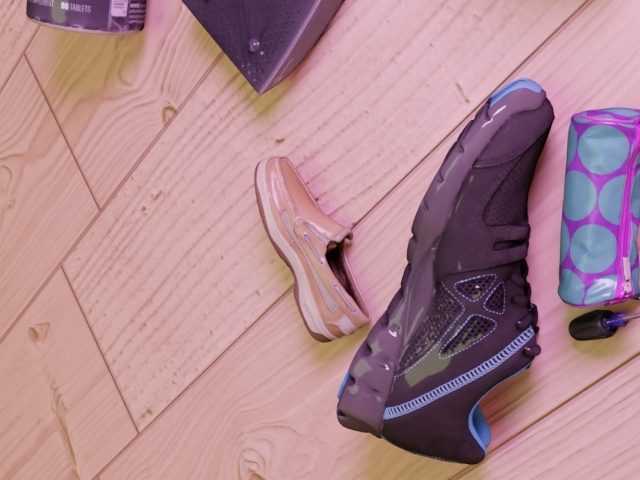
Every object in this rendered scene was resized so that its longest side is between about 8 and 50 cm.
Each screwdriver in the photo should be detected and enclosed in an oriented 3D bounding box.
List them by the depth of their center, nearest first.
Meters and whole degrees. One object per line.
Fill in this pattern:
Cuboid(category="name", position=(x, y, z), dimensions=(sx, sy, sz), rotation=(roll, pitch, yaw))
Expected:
Cuboid(category="screwdriver", position=(0.238, 0.059, 0.870), dimensions=(0.024, 0.025, 0.170), rotation=(-62, 15, -18))

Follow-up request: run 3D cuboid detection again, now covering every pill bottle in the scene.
Cuboid(category="pill bottle", position=(-0.243, -0.352, 1.244), dimensions=(0.130, 0.130, 0.245), rotation=(22, 111, 41))

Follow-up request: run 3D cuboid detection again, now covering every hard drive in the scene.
Cuboid(category="hard drive", position=(-0.031, -0.285, 1.098), dimensions=(0.172, 0.054, 0.254), rotation=(51, 128, 26))

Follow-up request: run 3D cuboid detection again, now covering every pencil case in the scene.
Cuboid(category="pencil case", position=(0.219, -0.026, 0.887), dimensions=(0.070, 0.065, 0.151), rotation=(19, 111, 58))

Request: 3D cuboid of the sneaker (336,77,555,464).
Cuboid(category="sneaker", position=(0.134, 0.031, 0.970), dimensions=(0.140, 0.125, 0.340), rotation=(24, 113, 10))

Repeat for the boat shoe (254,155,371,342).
Cuboid(category="boat shoe", position=(0.000, 0.000, 1.118), dimensions=(0.072, 0.068, 0.190), rotation=(-23, 90, 32))
